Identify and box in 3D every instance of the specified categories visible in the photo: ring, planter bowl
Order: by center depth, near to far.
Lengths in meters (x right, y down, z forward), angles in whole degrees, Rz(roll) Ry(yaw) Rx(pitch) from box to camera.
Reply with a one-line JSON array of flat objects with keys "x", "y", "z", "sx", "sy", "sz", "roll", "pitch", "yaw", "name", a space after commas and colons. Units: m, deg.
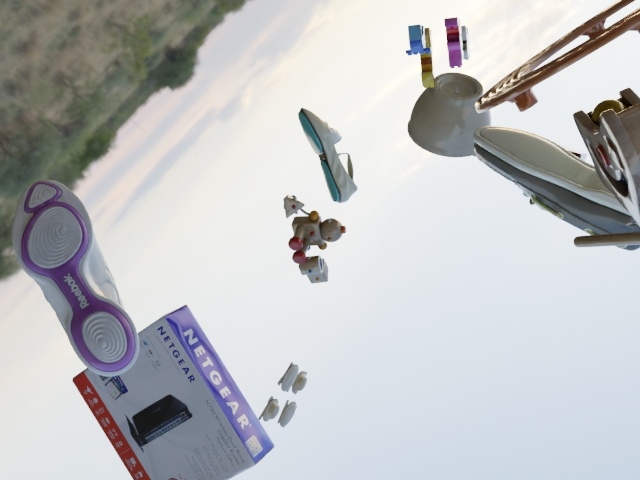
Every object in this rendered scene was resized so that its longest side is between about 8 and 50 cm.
[{"x": 0.310, "y": -0.223, "z": 0.859, "sx": 0.336, "sy": 0.032, "sz": 0.336, "roll": -33, "pitch": -174, "yaw": 4, "name": "ring"}, {"x": 0.250, "y": -0.249, "z": 1.559, "sx": 0.162, "sy": 0.162, "sz": 0.109, "roll": -63, "pitch": 163, "yaw": -45, "name": "planter bowl"}]

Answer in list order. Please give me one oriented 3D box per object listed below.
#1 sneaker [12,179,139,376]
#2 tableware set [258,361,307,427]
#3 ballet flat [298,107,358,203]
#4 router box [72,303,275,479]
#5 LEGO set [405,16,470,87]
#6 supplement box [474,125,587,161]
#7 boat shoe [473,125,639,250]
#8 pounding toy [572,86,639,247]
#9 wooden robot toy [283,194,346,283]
[{"x": -0.365, "y": 0.062, "z": 1.210, "sx": 0.114, "sy": 0.305, "sz": 0.152, "roll": -22, "pitch": 176, "yaw": -18, "name": "sneaker"}, {"x": -0.074, "y": 0.341, "z": 1.814, "sx": 0.141, "sy": 0.020, "sz": 0.169, "roll": -63, "pitch": 156, "yaw": -9, "name": "tableware set"}, {"x": 0.025, "y": -0.212, "z": 1.973, "sx": 0.086, "sy": 0.248, "sz": 0.086, "roll": -21, "pitch": -166, "yaw": 5, "name": "ballet flat"}, {"x": -0.300, "y": 0.342, "z": 1.646, "sx": 0.301, "sy": 0.335, "sz": 0.082, "roll": -35, "pitch": 177, "yaw": 29, "name": "router box"}, {"x": 0.185, "y": -0.288, "z": 1.288, "sx": 0.087, "sy": 0.093, "sz": 0.227, "roll": -3, "pitch": -170, "yaw": 16, "name": "LEGO set"}, {"x": 0.451, "y": -0.191, "z": 1.805, "sx": 0.130, "sy": 0.239, "sz": 0.073, "roll": -16, "pitch": 124, "yaw": -66, "name": "supplement box"}, {"x": 0.360, "y": -0.083, "z": 1.254, "sx": 0.109, "sy": 0.305, "sz": 0.091, "roll": -36, "pitch": 145, "yaw": -41, "name": "boat shoe"}, {"x": 0.337, "y": -0.090, "z": 0.944, "sx": 0.154, "sy": 0.154, "sz": 0.269, "roll": -25, "pitch": -156, "yaw": 10, "name": "pounding toy"}, {"x": 0.000, "y": 0.000, "z": 1.201, "sx": 0.079, "sy": 0.173, "sz": 0.076, "roll": -6, "pitch": -141, "yaw": 13, "name": "wooden robot toy"}]
